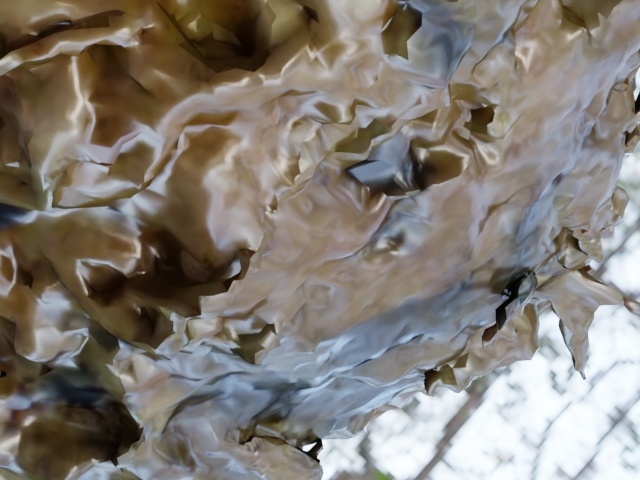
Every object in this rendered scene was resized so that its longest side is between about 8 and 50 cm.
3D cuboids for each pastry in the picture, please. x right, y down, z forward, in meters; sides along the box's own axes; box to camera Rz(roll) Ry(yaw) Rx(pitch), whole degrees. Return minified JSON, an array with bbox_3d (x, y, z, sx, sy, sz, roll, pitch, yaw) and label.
[{"bbox_3d":[-0.046,-0.044,0.445,0.193,0.275,0.275,-67,-168,-2],"label":"pastry"}]
